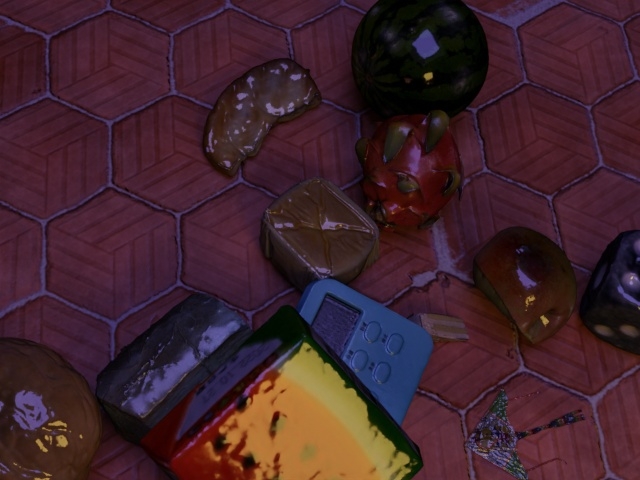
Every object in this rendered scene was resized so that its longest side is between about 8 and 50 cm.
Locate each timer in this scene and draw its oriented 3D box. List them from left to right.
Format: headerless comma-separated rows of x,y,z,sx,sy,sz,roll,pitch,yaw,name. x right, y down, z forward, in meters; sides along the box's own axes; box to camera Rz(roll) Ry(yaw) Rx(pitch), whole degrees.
0.052,0.211,1.924,0.250,0.091,0.231,32,68,-16,timer

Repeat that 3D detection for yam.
-0.250,0.233,1.880,0.201,0.202,0.271,23,60,40,yam

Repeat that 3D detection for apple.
0.393,0.078,2.045,0.207,0.173,0.188,13,28,-50,apple

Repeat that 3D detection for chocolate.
-0.048,0.349,1.760,0.341,0.161,0.360,-43,101,-9,chocolate

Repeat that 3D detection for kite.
0.382,0.358,1.998,0.244,0.006,0.198,-10,65,-12,kite

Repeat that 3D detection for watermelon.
0.198,-0.371,2.178,0.285,0.285,0.285,3,64,-6,watermelon

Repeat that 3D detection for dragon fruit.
0.173,-0.134,2.098,0.224,0.224,0.227,3,70,-6,dragon fruit

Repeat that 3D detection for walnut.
-0.506,0.305,1.764,0.313,0.252,0.277,40,74,19,walnut

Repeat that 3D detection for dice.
0.612,0.101,2.057,0.183,0.182,0.181,25,65,7,dice

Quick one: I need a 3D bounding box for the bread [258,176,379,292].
-0.002,-0.001,2.068,0.210,0.109,0.192,42,60,13,bread

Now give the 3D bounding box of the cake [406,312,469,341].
0.223,0.169,2.059,0.121,0.065,0.052,8,61,-29,cake

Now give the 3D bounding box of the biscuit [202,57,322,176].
-0.135,-0.265,2.216,0.154,0.045,0.299,43,67,12,biscuit
